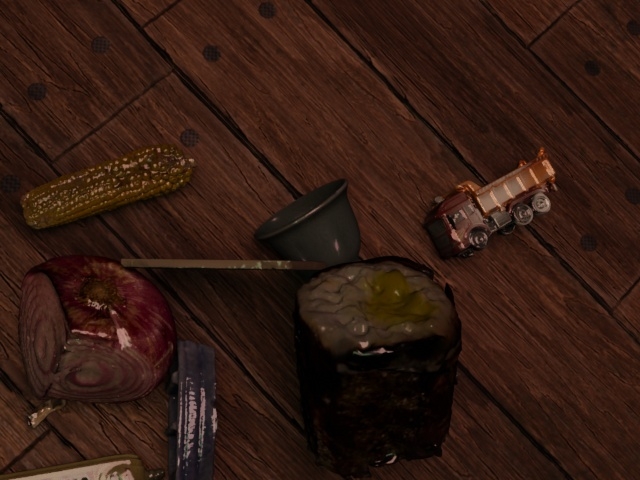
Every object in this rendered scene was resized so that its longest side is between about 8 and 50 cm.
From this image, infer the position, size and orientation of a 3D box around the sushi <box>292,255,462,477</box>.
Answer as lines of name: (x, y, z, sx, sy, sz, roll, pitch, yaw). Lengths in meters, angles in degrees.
sushi: (0.094, 0.198, 1.636, 0.282, 0.294, 0.299, 1, 33, 8)

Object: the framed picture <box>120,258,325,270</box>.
framed picture: (-0.158, 0.042, 1.648, 0.290, 0.211, 0.020, 1, 89, 15)

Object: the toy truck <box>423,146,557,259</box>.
toy truck: (0.334, -0.070, 1.896, 0.271, 0.114, 0.135, -29, 85, -19)

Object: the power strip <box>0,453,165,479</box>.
power strip: (-0.448, 0.417, 1.605, 0.388, 0.066, 0.092, -7, 78, -15)

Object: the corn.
corn: (-0.378, -0.098, 1.760, 0.320, 0.097, 0.097, -20, 79, -16)

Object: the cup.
cup: (0.000, 0.000, 1.783, 0.199, 0.199, 0.150, -36, 103, -19)

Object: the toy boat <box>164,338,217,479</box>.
toy boat: (-0.223, 0.312, 1.654, 0.078, 0.127, 0.282, 3, 71, -18)

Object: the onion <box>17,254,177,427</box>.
onion: (-0.364, 0.146, 1.625, 0.231, 0.272, 0.256, -4, 72, -30)
